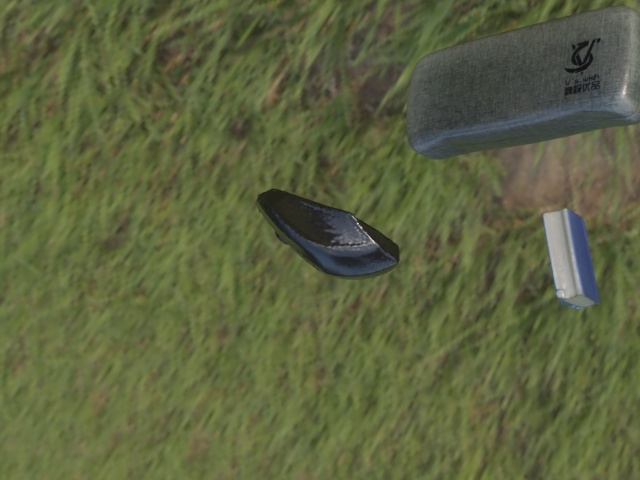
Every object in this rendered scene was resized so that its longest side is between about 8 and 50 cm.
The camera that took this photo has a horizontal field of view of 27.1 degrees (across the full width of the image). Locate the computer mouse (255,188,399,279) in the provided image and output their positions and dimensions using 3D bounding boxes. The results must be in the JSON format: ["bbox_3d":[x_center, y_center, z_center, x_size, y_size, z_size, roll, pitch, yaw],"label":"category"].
[{"bbox_3d":[0.000,0.000,1.312,0.172,0.057,0.099,22,169,29],"label":"computer mouse"}]

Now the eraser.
[{"bbox_3d":[0.232,0.017,1.229,0.027,0.085,0.063,-14,164,22],"label":"eraser"}]

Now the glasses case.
[{"bbox_3d":[0.238,-0.180,1.551,0.323,0.131,0.074,-8,160,44],"label":"glasses case"}]
